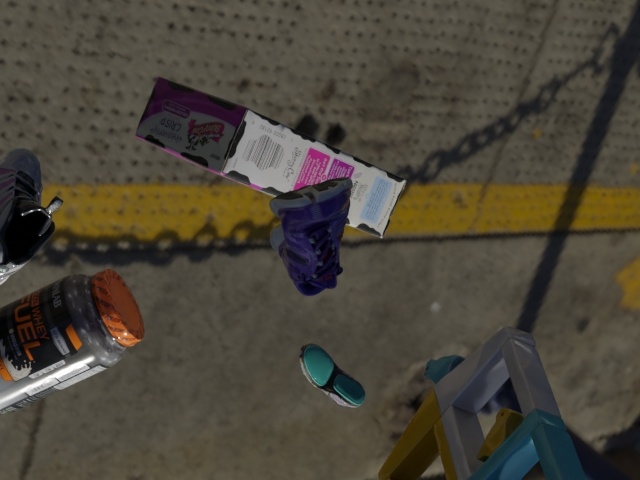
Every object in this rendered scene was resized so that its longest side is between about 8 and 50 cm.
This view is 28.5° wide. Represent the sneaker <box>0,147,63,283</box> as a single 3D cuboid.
[{"bbox_3d":[-0.171,-0.019,0.736,0.038,0.069,0.098,32,53,-34],"label":"sneaker"}]

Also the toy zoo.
[{"bbox_3d":[0.121,0.200,0.960,0.030,0.293,0.192,21,122,-24],"label":"toy zoo"}]

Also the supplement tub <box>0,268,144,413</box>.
[{"bbox_3d":[-0.306,0.112,1.444,0.190,0.117,0.117,-26,137,7],"label":"supplement tub"}]

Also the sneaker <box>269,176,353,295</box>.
[{"bbox_3d":[0.000,0.000,1.016,0.068,0.071,0.170,-17,163,-8],"label":"sneaker"}]

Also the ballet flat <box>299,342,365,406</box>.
[{"bbox_3d":[0.004,0.154,1.429,0.041,0.041,0.114,-48,124,-3],"label":"ballet flat"}]

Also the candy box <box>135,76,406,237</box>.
[{"bbox_3d":[-0.049,-0.083,1.286,0.233,0.159,0.071,20,94,-43],"label":"candy box"}]
